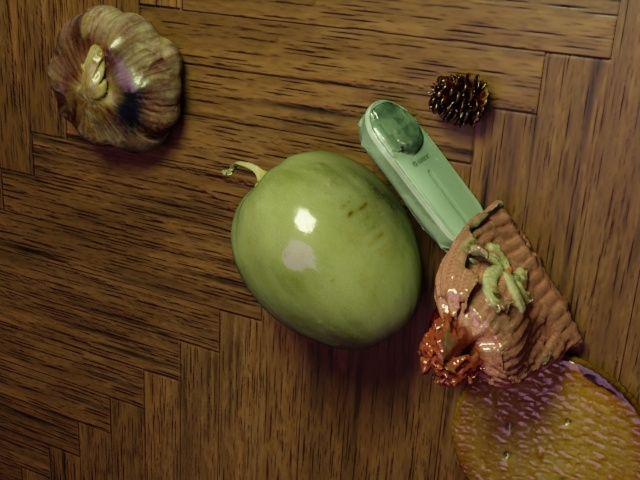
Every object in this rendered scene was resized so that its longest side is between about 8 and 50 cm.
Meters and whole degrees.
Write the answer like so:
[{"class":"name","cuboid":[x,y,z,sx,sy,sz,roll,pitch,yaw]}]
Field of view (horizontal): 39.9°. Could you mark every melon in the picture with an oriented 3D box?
[{"class":"melon","cuboid":[0.011,0.011,1.259,0.271,0.272,0.308,-31,121,32]}]

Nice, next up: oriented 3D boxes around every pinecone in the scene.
[{"class":"pinecone","cuboid":[0.187,-0.191,1.199,0.083,0.077,0.077,3,113,-16]}]

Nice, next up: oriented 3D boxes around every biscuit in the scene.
[{"class":"biscuit","cuboid":[0.340,0.302,1.306,0.305,0.038,0.306,9,109,26]}]

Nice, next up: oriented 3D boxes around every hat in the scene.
[{"class":"hat","cuboid":[0.229,0.092,1.151,0.107,0.286,0.237,-32,90,51]}]

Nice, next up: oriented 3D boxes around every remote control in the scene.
[{"class":"remote control","cuboid":[0.143,-0.090,1.243,0.247,0.104,0.052,54,134,3]}]

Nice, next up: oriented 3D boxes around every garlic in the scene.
[{"class":"garlic","cuboid":[-0.333,-0.249,1.406,0.244,0.160,0.245,10,118,18]}]

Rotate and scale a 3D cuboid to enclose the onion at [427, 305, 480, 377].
[{"class":"onion","cuboid":[0.217,0.136,1.271,0.131,0.131,0.131,9,110,25]}]
